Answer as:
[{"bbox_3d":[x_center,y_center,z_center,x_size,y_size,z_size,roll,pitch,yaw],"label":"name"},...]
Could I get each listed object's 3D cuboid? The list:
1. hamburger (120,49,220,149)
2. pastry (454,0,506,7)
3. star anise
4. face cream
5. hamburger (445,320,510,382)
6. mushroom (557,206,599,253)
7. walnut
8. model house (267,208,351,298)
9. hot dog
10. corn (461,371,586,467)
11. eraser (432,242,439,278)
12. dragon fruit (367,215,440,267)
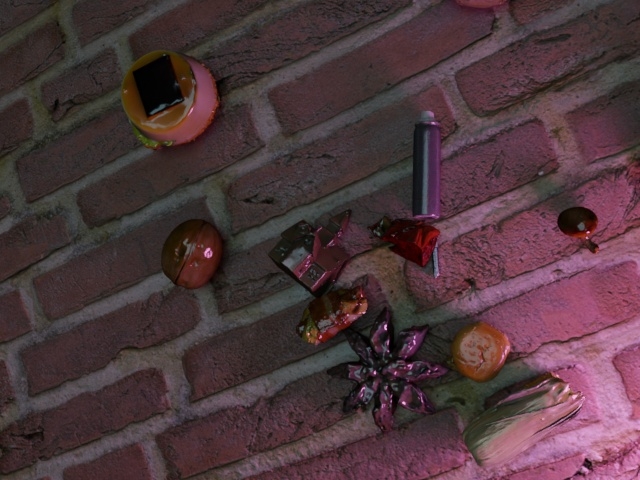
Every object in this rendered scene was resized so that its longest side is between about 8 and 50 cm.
[{"bbox_3d":[-0.447,-0.420,1.887,0.294,0.179,0.276,-25,82,10],"label":"hamburger"},{"bbox_3d":[0.423,-0.767,1.653,0.329,0.136,0.330,-1,87,18],"label":"pastry"},{"bbox_3d":[0.166,0.335,1.651,0.331,0.117,0.332,-2,81,14],"label":"star anise"},{"bbox_3d":[0.281,-0.200,1.684,0.073,0.073,0.284,0,85,18],"label":"face cream"},{"bbox_3d":[0.397,0.278,1.600,0.138,0.083,0.147,30,91,18],"label":"hamburger"},{"bbox_3d":[0.643,-0.029,1.553,0.088,0.073,0.130,-33,77,-18],"label":"mushroom"},{"bbox_3d":[-0.369,0.040,1.830,0.167,0.167,0.207,28,96,18],"label":"walnut"},{"bbox_3d":[0.000,0.000,1.728,0.180,0.176,0.248,36,80,18],"label":"model house"},{"bbox_3d":[0.027,0.190,1.690,0.213,0.146,0.103,-37,104,1],"label":"hot dog"},{"bbox_3d":[0.486,0.431,1.534,0.305,0.122,0.123,-39,62,10],"label":"corn"},{"bbox_3d":[0.302,0.052,1.679,0.019,0.027,0.100,-4,85,10],"label":"eraser"},{"bbox_3d":[0.220,-0.015,1.694,0.192,0.122,0.092,19,65,37],"label":"dragon fruit"}]
